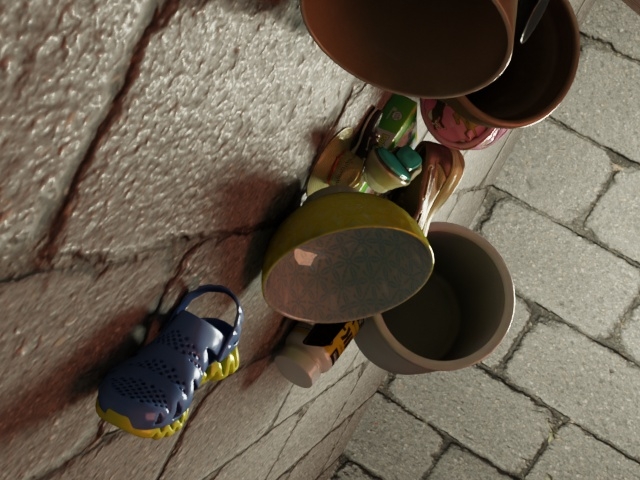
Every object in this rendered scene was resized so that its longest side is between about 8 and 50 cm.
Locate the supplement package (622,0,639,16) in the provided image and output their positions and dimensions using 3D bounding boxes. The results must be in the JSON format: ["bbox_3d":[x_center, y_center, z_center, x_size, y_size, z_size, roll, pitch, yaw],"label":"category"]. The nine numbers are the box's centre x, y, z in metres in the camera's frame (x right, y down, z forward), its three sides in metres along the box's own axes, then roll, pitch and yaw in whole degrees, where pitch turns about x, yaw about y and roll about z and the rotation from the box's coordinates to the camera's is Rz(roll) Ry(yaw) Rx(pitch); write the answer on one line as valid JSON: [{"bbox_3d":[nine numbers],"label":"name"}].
[{"bbox_3d":[0.558,-0.495,1.383,0.263,0.198,0.199,-34,-147,47],"label":"supplement package"}]

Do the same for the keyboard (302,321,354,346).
[{"bbox_3d":[0.041,0.140,1.883,0.100,0.038,0.192,16,120,-44],"label":"keyboard"}]

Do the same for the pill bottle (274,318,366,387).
[{"bbox_3d":[-0.001,0.211,1.993,0.208,0.119,0.119,-50,163,-31],"label":"pill bottle"}]

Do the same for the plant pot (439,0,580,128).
[{"bbox_3d":[0.261,-0.316,1.553,0.263,0.263,0.229,-57,-158,-9],"label":"plant pot"}]

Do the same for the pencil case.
[{"bbox_3d":[0.311,-0.275,1.877,0.167,0.160,0.386,-63,168,15],"label":"pencil case"}]

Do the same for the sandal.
[{"bbox_3d":[-0.194,0.151,1.246,0.317,0.126,0.138,-48,161,-65],"label":"sandal"}]

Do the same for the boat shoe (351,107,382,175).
[{"bbox_3d":[0.087,-0.177,1.656,0.125,0.038,0.046,-64,167,-1],"label":"boat shoe"}]

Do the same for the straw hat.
[{"bbox_3d":[0.041,-0.121,1.582,0.144,0.061,0.144,-54,166,-21],"label":"straw hat"}]

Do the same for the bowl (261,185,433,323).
[{"bbox_3d":[0.035,0.002,1.549,0.289,0.289,0.156,101,-17,-54],"label":"bowl"}]

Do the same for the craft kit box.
[{"bbox_3d":[0.105,-0.129,1.800,0.250,0.061,0.246,-56,168,-13],"label":"craft kit box"}]

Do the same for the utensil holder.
[{"bbox_3d":[0.239,0.157,2.174,0.327,0.327,0.385,-55,180,-15],"label":"utensil holder"}]

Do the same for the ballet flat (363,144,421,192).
[{"bbox_3d":[0.121,-0.119,1.636,0.086,0.086,0.248,-63,165,15],"label":"ballet flat"}]

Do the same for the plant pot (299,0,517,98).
[{"bbox_3d":[0.137,-0.362,1.130,0.256,0.256,0.274,90,17,-64],"label":"plant pot"}]

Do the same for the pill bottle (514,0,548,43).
[{"bbox_3d":[0.219,-0.377,1.339,0.123,0.219,0.123,-53,165,-21],"label":"pill bottle"}]

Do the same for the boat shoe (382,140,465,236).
[{"bbox_3d":[0.156,-0.050,1.850,0.123,0.123,0.342,12,117,-43],"label":"boat shoe"}]
